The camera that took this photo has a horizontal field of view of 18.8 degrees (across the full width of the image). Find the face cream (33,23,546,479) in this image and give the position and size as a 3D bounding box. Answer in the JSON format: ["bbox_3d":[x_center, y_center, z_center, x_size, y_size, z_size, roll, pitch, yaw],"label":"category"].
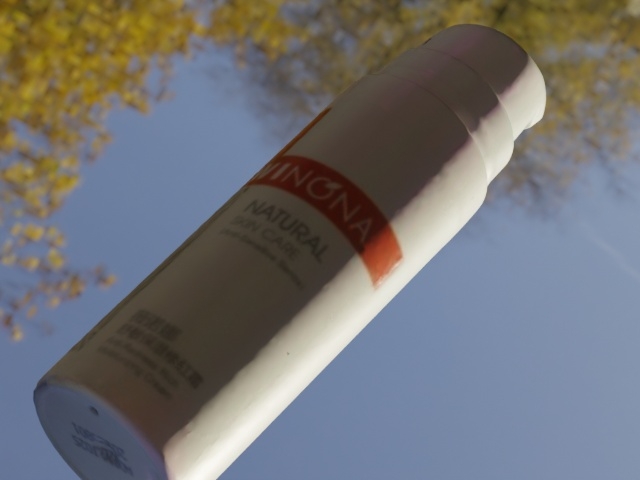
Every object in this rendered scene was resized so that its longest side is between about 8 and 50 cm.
[{"bbox_3d":[0.000,0.000,1.020,0.102,0.102,0.345,37,-121,12],"label":"face cream"}]
